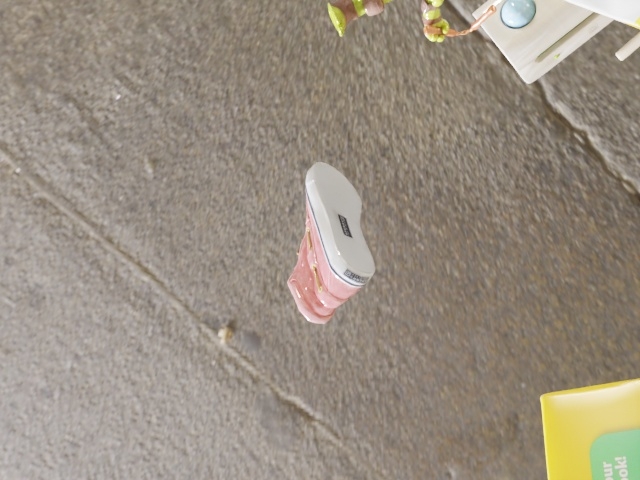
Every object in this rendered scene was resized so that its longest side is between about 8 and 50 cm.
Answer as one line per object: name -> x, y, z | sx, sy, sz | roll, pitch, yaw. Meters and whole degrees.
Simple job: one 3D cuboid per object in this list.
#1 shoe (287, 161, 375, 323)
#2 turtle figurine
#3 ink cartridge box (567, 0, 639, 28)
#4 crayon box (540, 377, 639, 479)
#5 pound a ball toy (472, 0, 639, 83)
shoe -> 0.000, 0.000, 1.033 | 0.063, 0.178, 0.081 | 24, 122, -28
turtle figurine -> 0.113, -0.349, 1.316 | 0.217, 0.087, 0.269 | -14, 152, -3
ink cartridge box -> 0.193, -0.191, 0.501 | 0.233, 0.171, 0.168 | 18, 116, -6
crayon box -> 0.332, 0.269, 0.725 | 0.313, 0.363, 0.106 | -15, 148, 29
pound a ball toy -> 0.422, -0.377, 1.603 | 0.319, 0.136, 0.208 | -38, 63, 14
